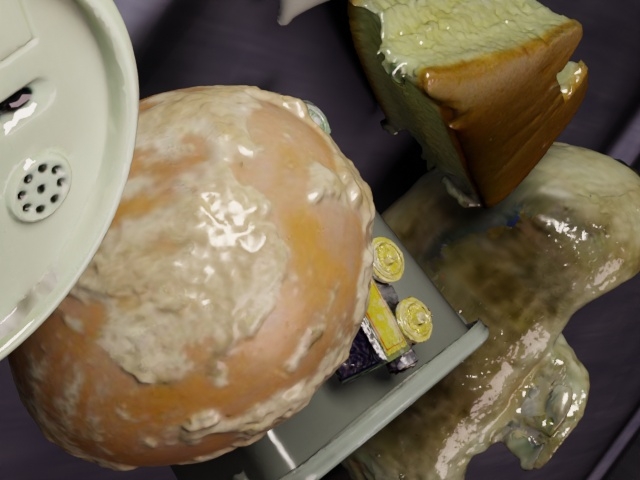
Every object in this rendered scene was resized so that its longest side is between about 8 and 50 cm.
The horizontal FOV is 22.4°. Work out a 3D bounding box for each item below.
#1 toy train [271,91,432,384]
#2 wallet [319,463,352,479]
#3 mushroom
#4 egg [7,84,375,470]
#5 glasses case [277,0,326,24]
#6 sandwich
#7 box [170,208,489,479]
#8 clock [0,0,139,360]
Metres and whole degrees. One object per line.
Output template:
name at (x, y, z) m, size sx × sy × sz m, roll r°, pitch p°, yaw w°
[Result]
toy train at (0.000, 0.000, 1.042) m, size 0.060 × 0.202 × 0.081 m, roll -30°, pitch 177°, yaw 42°
wallet at (-0.029, 0.304, 1.586) m, size 0.377 × 0.051 × 0.197 m, roll -22°, pitch 139°, yaw -51°
mushroom at (0.118, 0.064, 1.290) m, size 0.344 × 0.247 × 0.130 m, roll -46°, pitch 147°, yaw 18°
egg at (-0.079, 0.023, 0.913) m, size 0.245 × 0.203 × 0.203 m, roll -49°, pitch 159°, yaw 20°
glasses case at (0.020, -0.229, 0.877) m, size 0.128 × 0.083 × 0.308 m, roll -45°, pitch 156°, yaw -18°
sandwich at (0.097, -0.123, 1.095) m, size 0.128 × 0.122 × 0.236 m, roll -52°, pitch 163°, yaw -5°
box at (-0.019, 0.084, 1.134) m, size 0.243 × 0.135 × 0.163 m, roll -35°, pitch -178°, yaw -35°
clock at (-0.189, -0.045, 0.670) m, size 0.265 × 0.108 × 0.324 m, roll -43°, pitch 145°, yaw -23°
